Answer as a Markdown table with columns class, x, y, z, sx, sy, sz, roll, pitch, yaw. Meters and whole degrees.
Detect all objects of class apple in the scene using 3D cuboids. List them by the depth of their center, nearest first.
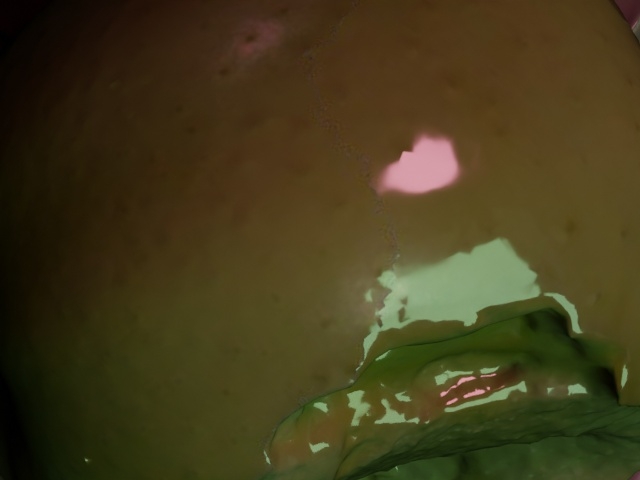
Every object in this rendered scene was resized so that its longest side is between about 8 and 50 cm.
| class | x | y | z | sx | sy | sz | roll | pitch | yaw |
| --- | --- | --- | --- | --- | --- | --- | --- | --- | --- |
| apple | 0.000 | 0.000 | 0.615 | 0.279 | 0.279 | 0.279 | -26 | 139 | -26 |

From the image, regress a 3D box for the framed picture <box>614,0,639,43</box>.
| class | x | y | z | sx | sy | sz | roll | pitch | yaw |
| --- | --- | --- | --- | --- | --- | --- | --- | --- | --- |
| framed picture | 0.254 | -0.105 | 0.894 | 0.446 | 0.028 | 0.326 | -56 | 143 | -2 |

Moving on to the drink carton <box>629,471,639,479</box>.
| class | x | y | z | sx | sy | sz | roll | pitch | yaw |
| --- | --- | --- | --- | --- | --- | --- | --- | --- | --- |
| drink carton | 0.190 | 0.233 | 1.055 | 0.132 | 0.194 | 0.324 | -45 | 143 | -6 |
